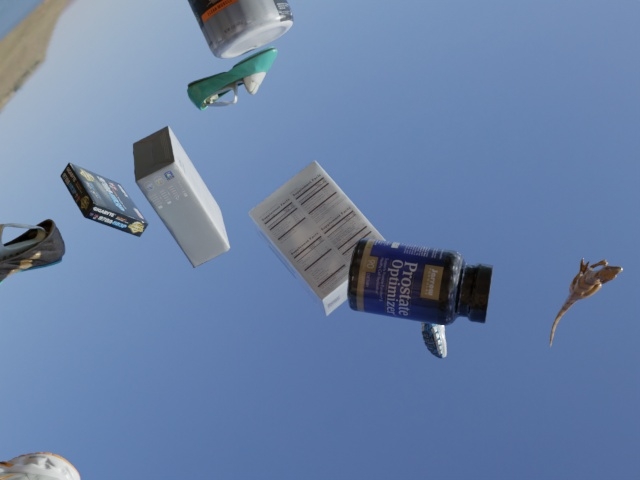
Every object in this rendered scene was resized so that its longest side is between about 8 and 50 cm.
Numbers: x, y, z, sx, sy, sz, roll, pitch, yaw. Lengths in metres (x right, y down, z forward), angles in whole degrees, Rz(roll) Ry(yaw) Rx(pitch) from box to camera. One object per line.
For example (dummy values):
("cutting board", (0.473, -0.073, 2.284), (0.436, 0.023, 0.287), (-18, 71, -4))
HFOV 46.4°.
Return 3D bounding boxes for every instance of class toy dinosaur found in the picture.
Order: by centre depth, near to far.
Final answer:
("toy dinosaur", (0.463, 0.087, 1.333), (0.112, 0.064, 0.211), (-37, 160, -36))

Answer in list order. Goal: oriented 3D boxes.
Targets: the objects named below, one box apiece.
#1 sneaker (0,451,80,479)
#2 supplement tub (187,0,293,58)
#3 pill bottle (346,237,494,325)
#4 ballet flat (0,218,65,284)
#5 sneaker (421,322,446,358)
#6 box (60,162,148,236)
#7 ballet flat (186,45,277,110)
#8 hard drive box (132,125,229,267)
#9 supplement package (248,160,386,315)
("sneaker", (-0.474, 0.361, 1.019), (0.262, 0.099, 0.121), (-4, -145, 3))
("supplement tub", (-0.215, -0.602, 1.676), (0.207, 0.338, 0.207), (-24, -175, 2))
("pill bottle", (0.161, 0.069, 1.195), (0.219, 0.123, 0.123), (8, -134, 14))
("ballet flat", (-0.690, 0.031, 1.595), (0.116, 0.124, 0.342), (14, -156, 29))
("sneaker", (0.292, 0.197, 1.861), (0.083, 0.191, 0.071), (-15, 178, -25))
("box", (-0.575, -0.108, 1.982), (0.051, 0.175, 0.220), (-54, -133, 11))
("ballet flat", (-0.202, -0.381, 1.804), (0.247, 0.087, 0.083), (-22, 180, 11))
("hard drive box", (-0.285, -0.091, 1.530), (0.089, 0.232, 0.181), (-27, -146, 2))
("supplement package", (0.000, 0.000, 1.722), (0.198, 0.263, 0.199), (-39, 166, -8))
